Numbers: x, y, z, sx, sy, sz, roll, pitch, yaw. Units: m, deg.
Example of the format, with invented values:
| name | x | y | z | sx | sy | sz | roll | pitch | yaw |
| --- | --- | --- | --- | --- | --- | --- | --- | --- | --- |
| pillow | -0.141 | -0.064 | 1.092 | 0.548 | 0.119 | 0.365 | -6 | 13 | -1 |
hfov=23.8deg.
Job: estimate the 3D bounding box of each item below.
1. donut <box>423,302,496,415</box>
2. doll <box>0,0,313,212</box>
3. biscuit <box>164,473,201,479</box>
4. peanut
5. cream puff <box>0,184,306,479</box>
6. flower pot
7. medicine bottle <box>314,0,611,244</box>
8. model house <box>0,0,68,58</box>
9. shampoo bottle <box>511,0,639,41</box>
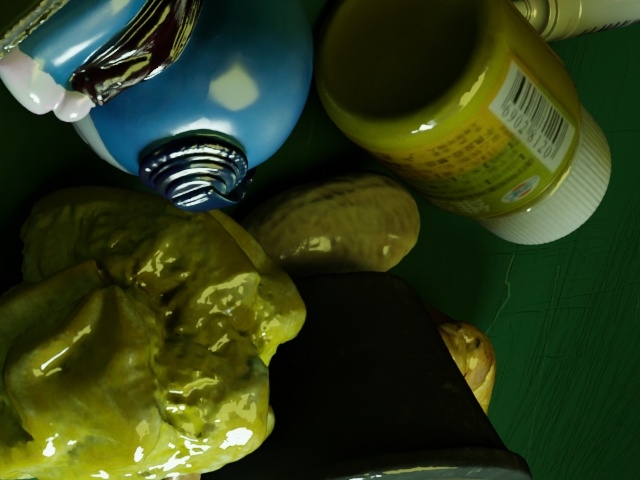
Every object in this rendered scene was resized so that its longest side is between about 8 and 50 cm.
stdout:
| name | x | y | z | sx | sy | sz | roll | pitch | yaw |
| --- | --- | --- | --- | --- | --- | --- | --- | --- | --- |
| donut | 0.081 | 0.224 | 1.919 | 0.317 | 0.150 | 0.299 | -10 | 123 | -46 |
| doll | -0.141 | -0.174 | 1.304 | 0.240 | 0.284 | 0.310 | -17 | 151 | 16 |
| biscuit | -0.102 | 0.180 | 1.769 | 0.186 | 0.044 | 0.295 | -1 | 116 | -46 |
| peanut | 0.000 | 0.000 | 1.689 | 0.253 | 0.122 | 0.137 | -15 | 135 | -39 |
| cream puff | -0.199 | 0.087 | 1.399 | 0.274 | 0.323 | 0.270 | -27 | 113 | -65 |
| flower pot | 0.028 | 0.182 | 1.621 | 0.379 | 0.251 | 0.379 | -8 | 158 | -3 |
| medicine bottle | 0.174 | -0.142 | 1.696 | 0.224 | 0.224 | 0.384 | -58 | 143 | 0 |
| model house | -0.319 | -0.269 | 1.059 | 0.205 | 0.218 | 0.279 | -43 | 134 | 0 |
| shampoo bottle | 0.316 | -0.297 | 1.861 | 0.303 | 0.092 | 0.092 | -16 | 127 | -41 |
